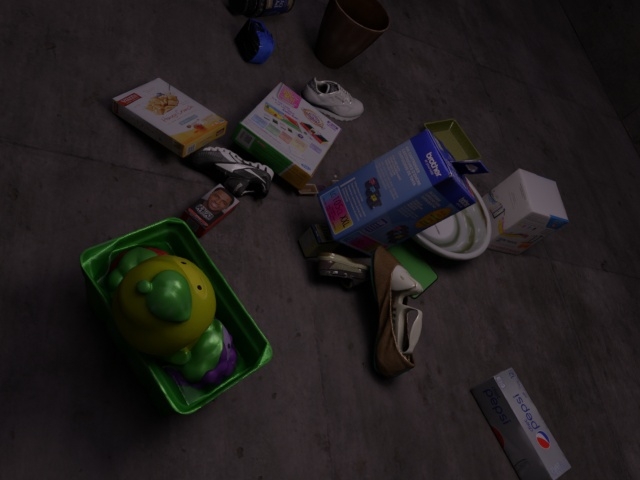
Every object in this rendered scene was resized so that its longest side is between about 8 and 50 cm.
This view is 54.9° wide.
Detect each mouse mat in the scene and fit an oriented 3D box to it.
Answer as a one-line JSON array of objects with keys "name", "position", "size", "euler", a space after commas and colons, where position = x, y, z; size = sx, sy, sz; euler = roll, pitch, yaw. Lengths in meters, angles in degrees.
[{"name": "mouse mat", "position": [0.250, 0.068, 1.795], "size": [0.190, 0.007, 0.152], "euler": [52, 46, 7]}]

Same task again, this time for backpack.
[{"name": "backpack", "position": [-0.193, -0.616, 1.927], "size": [0.101, 0.098, 0.120], "euler": [-1, 58, -39]}]

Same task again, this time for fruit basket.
[{"name": "fruit basket", "position": [-0.272, 0.123, 1.153], "size": [0.282, 0.392, 0.392], "euler": [-27, 76, -43]}]

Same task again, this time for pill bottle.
[{"name": "pill bottle", "position": [-0.196, -0.808, 2.046], "size": [0.219, 0.123, 0.123], "euler": [-30, 78, -43]}]

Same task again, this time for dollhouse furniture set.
[{"name": "dollhouse furniture set", "position": [0.001, -0.141, 1.723], "size": [0.114, 0.081, 0.091], "euler": [-4, 61, -36]}]

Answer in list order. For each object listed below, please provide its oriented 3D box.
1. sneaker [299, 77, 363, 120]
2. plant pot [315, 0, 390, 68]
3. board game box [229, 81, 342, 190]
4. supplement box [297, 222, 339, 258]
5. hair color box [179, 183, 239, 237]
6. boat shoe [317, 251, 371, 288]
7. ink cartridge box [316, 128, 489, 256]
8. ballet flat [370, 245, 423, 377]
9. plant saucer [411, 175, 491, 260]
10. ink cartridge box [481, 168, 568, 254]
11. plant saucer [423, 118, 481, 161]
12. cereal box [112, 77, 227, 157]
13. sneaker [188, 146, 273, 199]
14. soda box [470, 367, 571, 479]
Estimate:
[{"name": "sneaker", "position": [0.051, -0.455, 1.978], "size": [0.234, 0.095, 0.090], "euler": [6, 54, -32]}, {"name": "plant pot", "position": [0.083, -0.700, 2.080], "size": [0.215, 0.230, 0.216], "euler": [17, 51, -22]}, {"name": "board game box", "position": [-0.088, -0.307, 1.768], "size": [0.242, 0.064, 0.317], "euler": [37, 38, -6]}, {"name": "supplement box", "position": [0.000, 0.000, 1.619], "size": [0.083, 0.083, 0.056], "euler": [-6, 63, -37]}, {"name": "hair color box", "position": [-0.272, -0.075, 1.518], "size": [0.072, 0.043, 0.141], "euler": [42, 45, 0]}, {"name": "boat shoe", "position": [0.077, 0.090, 1.619], "size": [0.223, 0.080, 0.074], "euler": [22, 77, -36]}, {"name": "ink cartridge box", "position": [0.228, -0.125, 1.593], "size": [0.270, 0.395, 0.151], "euler": [21, 42, -61]}, {"name": "ballet flat", "position": [0.198, 0.170, 1.550], "size": [0.116, 0.124, 0.343], "euler": [27, 57, -45]}, {"name": "plant saucer", "position": [0.346, -0.095, 1.912], "size": [0.400, 0.100, 0.401], "euler": [17, 50, -22]}, {"name": "ink cartridge box", "position": [0.645, -0.086, 2.015], "size": [0.171, 0.232, 0.168], "euler": [12, 55, -27]}, {"name": "plant saucer", "position": [0.464, -0.344, 2.210], "size": [0.188, 0.045, 0.189], "euler": [-17, 70, -41]}, {"name": "cereal box", "position": [-0.384, -0.318, 1.576], "size": [0.240, 0.047, 0.173], "euler": [33, 44, 12]}, {"name": "sneaker", "position": [-0.227, -0.169, 1.593], "size": [0.234, 0.078, 0.106], "euler": [17, 48, -26]}, {"name": "soda box", "position": [0.518, 0.487, 1.607], "size": [0.091, 0.098, 0.287], "euler": [-11, 66, -40]}]
